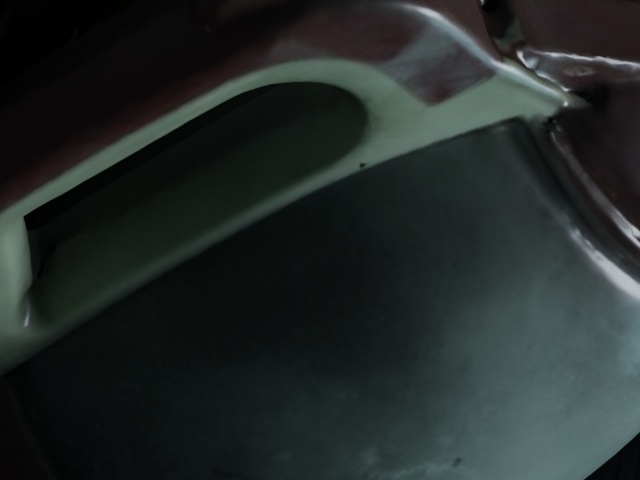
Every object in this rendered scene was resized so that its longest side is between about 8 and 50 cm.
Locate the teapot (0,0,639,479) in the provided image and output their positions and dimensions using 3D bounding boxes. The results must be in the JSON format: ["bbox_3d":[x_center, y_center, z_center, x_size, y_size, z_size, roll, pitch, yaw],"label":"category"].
[{"bbox_3d":[0.000,0.000,0.705,0.312,0.315,0.233,-35,-124,30],"label":"teapot"}]

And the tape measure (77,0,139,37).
[{"bbox_3d":[-0.025,-0.124,0.840,0.175,0.106,0.200,-38,169,-32],"label":"tape measure"}]
